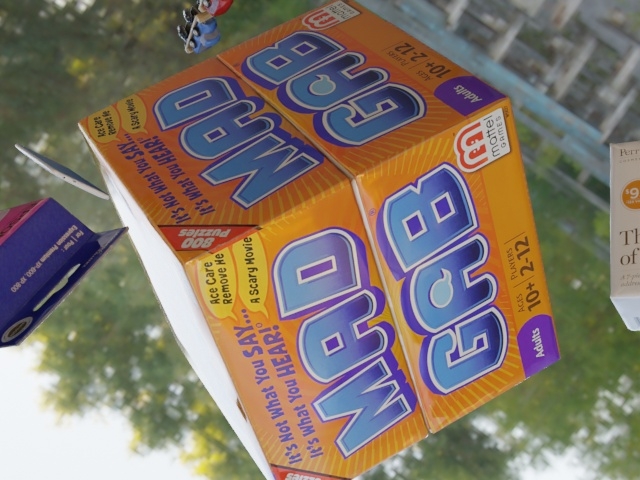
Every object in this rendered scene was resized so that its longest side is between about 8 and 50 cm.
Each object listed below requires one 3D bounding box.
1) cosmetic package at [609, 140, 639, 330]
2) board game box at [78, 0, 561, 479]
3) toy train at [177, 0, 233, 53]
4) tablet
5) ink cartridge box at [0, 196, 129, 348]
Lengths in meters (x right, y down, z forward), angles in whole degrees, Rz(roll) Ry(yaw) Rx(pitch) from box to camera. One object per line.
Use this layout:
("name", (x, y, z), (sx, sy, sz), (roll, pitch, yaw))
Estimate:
("cosmetic package", (0.278, -0.013, 0.640), (0.239, 0.098, 0.060), (-6, 154, 24))
("board game box", (0.000, 0.000, 1.350), (0.356, 0.356, 0.356), (45, 159, 52))
("toy train", (-0.087, -0.207, 0.996), (0.027, 0.158, 0.036), (-36, -103, -34))
("tablet", (-0.203, -0.054, 0.945), (0.054, 0.006, 0.083), (28, 180, -40))
("ink cartridge box", (-0.370, 0.044, 1.254), (0.371, 0.175, 0.069), (-7, 125, 44))
